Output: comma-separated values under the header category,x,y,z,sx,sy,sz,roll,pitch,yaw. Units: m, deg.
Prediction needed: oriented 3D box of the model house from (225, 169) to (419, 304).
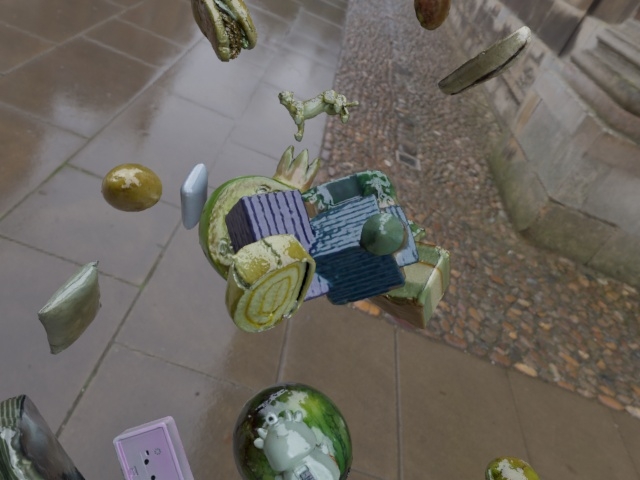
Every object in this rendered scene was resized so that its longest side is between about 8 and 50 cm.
category,x,y,z,sx,sy,sz,roll,pitch,yaw
model house,0.000,0.000,0.969,0.280,0.313,0.245,9,65,-73

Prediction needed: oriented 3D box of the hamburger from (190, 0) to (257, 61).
category,x,y,z,sx,sy,sz,roll,pitch,yaw
hamburger,-0.216,-0.508,1.244,0.114,0.176,0.185,-24,14,-17

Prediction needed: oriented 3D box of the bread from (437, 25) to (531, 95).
category,x,y,z,sx,sy,sz,roll,pitch,yaw
bread,0.290,-0.309,0.965,0.073,0.214,0.053,-31,96,-26

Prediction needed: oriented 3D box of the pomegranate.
category,x,y,z,sx,sy,sz,roll,pitch,yaw
pomegranate,-0.112,-0.042,1.271,0.310,0.358,0.216,24,-11,-2

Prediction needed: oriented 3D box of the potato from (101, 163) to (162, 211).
category,x,y,z,sx,sy,sz,roll,pitch,yaw
potato,-0.663,-0.185,1.845,0.204,0.178,0.158,15,0,-3

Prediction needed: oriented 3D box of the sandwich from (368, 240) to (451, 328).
category,x,y,z,sx,sy,sz,roll,pitch,yaw
sandwich,0.230,0.107,1.256,0.198,0.155,0.228,37,-15,-32

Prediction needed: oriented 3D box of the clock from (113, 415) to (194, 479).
category,x,y,z,sx,sy,sz,roll,pitch,yaw
clock,-0.425,0.569,1.378,0.063,0.150,0.197,-4,75,-85

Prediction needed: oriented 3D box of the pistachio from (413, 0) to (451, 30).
category,x,y,z,sx,sy,sz,roll,pitch,yaw
pistachio,0.225,-0.500,1.066,0.089,0.172,0.049,-44,47,-16

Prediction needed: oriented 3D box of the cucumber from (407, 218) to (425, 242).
category,x,y,z,sx,sy,sz,roll,pitch,yaw
cucumber,0.171,-0.045,1.533,0.244,0.134,0.134,40,35,21

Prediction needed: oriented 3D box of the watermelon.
category,x,y,z,sx,sy,sz,roll,pitch,yaw
watermelon,-0.076,0.584,1.540,0.364,0.363,0.363,18,33,-12

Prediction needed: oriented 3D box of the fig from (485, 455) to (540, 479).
category,x,y,z,sx,sy,sz,roll,pitch,yaw
fig,0.282,0.360,0.812,0.098,0.082,0.084,45,31,-10

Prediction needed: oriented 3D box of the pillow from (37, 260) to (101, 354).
category,x,y,z,sx,sy,sz,roll,pitch,yaw
pillow,-0.626,0.176,1.366,0.075,0.302,0.184,35,56,1

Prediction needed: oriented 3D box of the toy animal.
category,x,y,z,sx,sy,sz,roll,pitch,yaw
toy animal,-0.005,-0.326,1.292,0.182,0.073,0.136,-19,48,6

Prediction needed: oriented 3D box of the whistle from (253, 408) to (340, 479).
category,x,y,z,sx,sy,sz,roll,pitch,yaw
whistle,-0.024,0.415,0.980,0.253,0.102,0.106,55,24,-2

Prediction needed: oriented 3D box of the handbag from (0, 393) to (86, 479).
category,x,y,z,sx,sy,sz,roll,pitch,yaw
handbag,-0.486,0.439,0.818,0.240,0.340,0.247,-30,17,-23

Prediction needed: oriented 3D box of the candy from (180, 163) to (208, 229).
category,x,y,z,sx,sy,sz,roll,pitch,yaw
candy,-0.383,-0.132,1.631,0.071,0.174,0.138,15,49,1

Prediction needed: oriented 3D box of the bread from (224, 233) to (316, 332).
category,x,y,z,sx,sy,sz,roll,pitch,yaw
bread,-0.072,0.060,0.727,0.118,0.156,0.064,-9,49,-34
